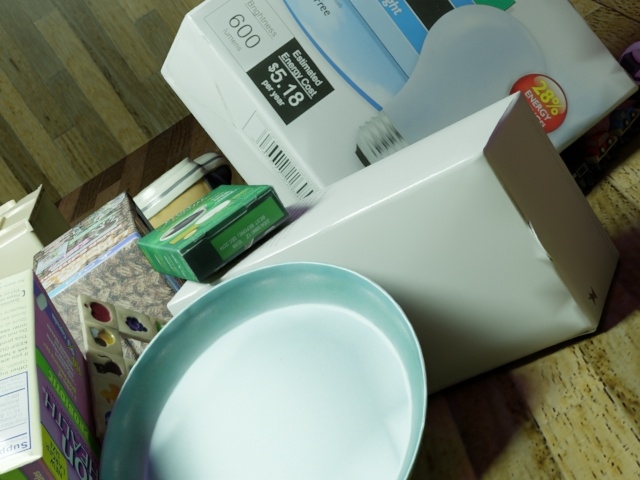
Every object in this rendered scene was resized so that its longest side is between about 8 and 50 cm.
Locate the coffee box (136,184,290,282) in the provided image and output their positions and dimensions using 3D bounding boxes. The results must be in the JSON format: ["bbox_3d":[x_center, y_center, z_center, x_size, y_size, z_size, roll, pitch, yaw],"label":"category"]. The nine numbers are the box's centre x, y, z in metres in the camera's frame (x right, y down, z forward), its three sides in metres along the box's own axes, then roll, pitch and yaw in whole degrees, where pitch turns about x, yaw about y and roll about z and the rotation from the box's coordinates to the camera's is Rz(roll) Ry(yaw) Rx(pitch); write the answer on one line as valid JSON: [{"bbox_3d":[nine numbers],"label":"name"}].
[{"bbox_3d":[-0.106,-0.009,1.524,0.113,0.040,0.184,-36,13,-15],"label":"coffee box"}]

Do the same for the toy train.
[{"bbox_3d":[0.302,-0.099,1.697,0.027,0.036,0.158,-14,24,52],"label":"toy train"}]

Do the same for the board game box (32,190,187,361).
[{"bbox_3d":[-0.204,0.097,1.779,0.141,0.232,0.291,-35,14,-1],"label":"board game box"}]

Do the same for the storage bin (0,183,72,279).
[{"bbox_3d":[-0.359,0.080,2.103,0.123,0.262,0.260,-32,15,3],"label":"storage bin"}]

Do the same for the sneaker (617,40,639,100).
[{"bbox_3d":[0.372,-0.177,1.739,0.077,0.072,0.178,-50,13,-17],"label":"sneaker"}]

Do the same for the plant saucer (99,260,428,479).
[{"bbox_3d":[-0.046,0.166,1.335,0.317,0.044,0.317,-16,53,23],"label":"plant saucer"}]

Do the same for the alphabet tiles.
[{"bbox_3d":[-0.134,0.157,1.518,0.009,0.198,0.237,-55,32,27],"label":"alphabet tiles"}]

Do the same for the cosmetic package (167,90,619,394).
[{"bbox_3d":[0.067,0.038,1.461,0.365,0.197,0.155,-25,15,28],"label":"cosmetic package"}]

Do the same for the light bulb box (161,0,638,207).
[{"bbox_3d":[0.081,-0.177,1.724,0.361,0.358,0.225,-39,1,-16],"label":"light bulb box"}]

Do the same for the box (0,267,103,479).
[{"bbox_3d":[-0.264,0.190,1.408,0.117,0.213,0.243,-19,40,4],"label":"box"}]

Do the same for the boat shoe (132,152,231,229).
[{"bbox_3d":[-0.184,-0.026,2.302,0.187,0.156,0.500,-39,3,0],"label":"boat shoe"}]
